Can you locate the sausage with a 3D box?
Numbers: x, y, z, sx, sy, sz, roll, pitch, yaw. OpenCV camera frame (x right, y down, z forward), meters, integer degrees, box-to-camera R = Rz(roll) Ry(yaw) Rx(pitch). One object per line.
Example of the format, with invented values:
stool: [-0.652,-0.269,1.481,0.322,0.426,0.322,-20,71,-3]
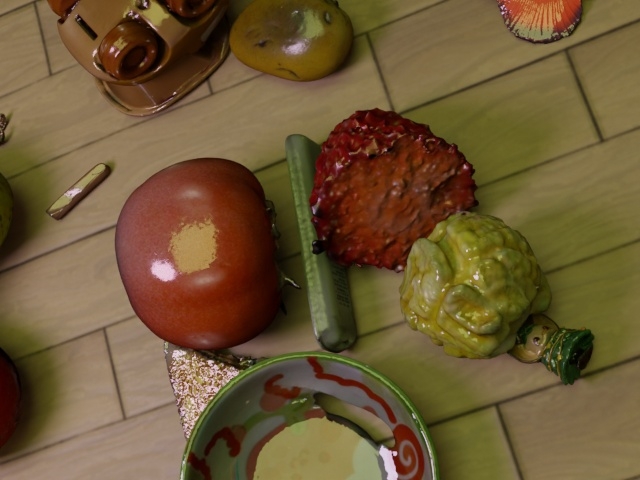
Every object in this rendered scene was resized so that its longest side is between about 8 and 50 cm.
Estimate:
sausage: [-0.365,-0.076,1.667,0.116,0.026,0.026,-42,68,2]

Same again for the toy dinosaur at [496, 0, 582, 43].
toy dinosaur: [0.344,-0.338,1.510,0.286,0.070,0.138,7,88,15]

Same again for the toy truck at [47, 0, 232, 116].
toy truck: [-0.256,-0.335,1.606,0.288,0.211,0.204,-45,68,5]

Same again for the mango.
mango: [-0.047,-0.295,1.590,0.195,0.098,0.137,-5,89,25]

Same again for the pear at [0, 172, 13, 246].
pear: [-0.575,0.003,1.618,0.282,0.286,0.176,-44,97,-23]

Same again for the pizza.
pizza: [-0.149,0.203,1.510,0.185,0.052,0.195,-43,72,3]

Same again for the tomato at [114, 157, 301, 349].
tomato: [-0.154,0.019,1.460,0.225,0.256,0.255,-13,71,-5]

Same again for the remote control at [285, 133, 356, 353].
remote control: [-0.001,0.000,1.500,0.038,0.090,0.309,-17,72,22]

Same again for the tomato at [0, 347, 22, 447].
tomato: [-0.516,0.215,1.538,0.185,0.208,0.208,-14,72,7]

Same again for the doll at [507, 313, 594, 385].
doll: [0.293,0.140,1.401,0.113,0.076,0.078,10,49,48]

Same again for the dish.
dish: [-0.009,0.310,1.402,0.324,0.124,0.324,-2,75,7]

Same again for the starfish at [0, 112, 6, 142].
starfish: [-0.537,-0.168,1.743,0.091,0.028,0.078,7,72,21]

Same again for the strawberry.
strawberry: [0.081,-0.082,1.470,0.234,0.234,0.178,-27,39,8]

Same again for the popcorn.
popcorn: [0.193,0.058,1.376,0.185,0.187,0.167,-42,66,-14]
